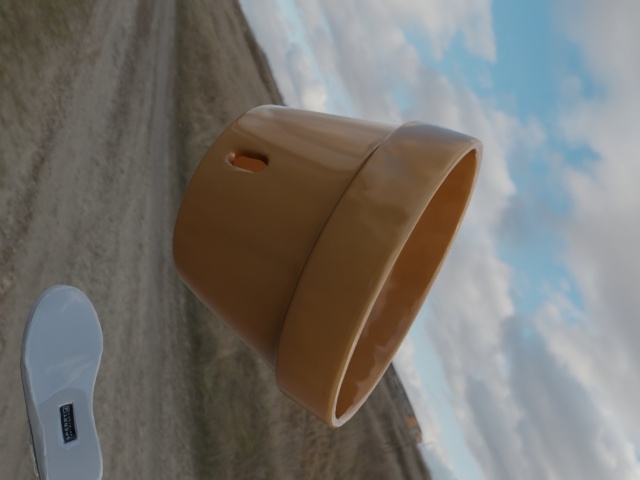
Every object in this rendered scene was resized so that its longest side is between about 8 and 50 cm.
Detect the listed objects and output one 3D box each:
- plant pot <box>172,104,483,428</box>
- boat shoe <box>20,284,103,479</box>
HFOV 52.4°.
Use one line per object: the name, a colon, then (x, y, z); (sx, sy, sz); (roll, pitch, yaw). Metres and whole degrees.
plant pot: (0.000, 0.000, 0.625); (0.203, 0.291, 0.291); (27, -14, 18)
boat shoe: (-0.122, 0.070, 0.302); (0.035, 0.035, 0.100); (2, -82, 47)
